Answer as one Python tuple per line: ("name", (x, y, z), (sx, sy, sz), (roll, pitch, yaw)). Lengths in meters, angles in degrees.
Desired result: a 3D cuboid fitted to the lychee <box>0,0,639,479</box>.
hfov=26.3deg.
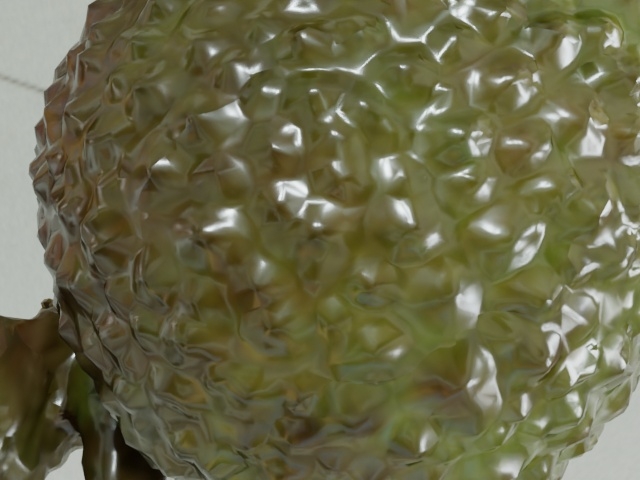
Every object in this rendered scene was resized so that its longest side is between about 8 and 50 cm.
("lychee", (0.009, -0.007, 0.533), (0.270, 0.270, 0.320), (31, 100, 7))
